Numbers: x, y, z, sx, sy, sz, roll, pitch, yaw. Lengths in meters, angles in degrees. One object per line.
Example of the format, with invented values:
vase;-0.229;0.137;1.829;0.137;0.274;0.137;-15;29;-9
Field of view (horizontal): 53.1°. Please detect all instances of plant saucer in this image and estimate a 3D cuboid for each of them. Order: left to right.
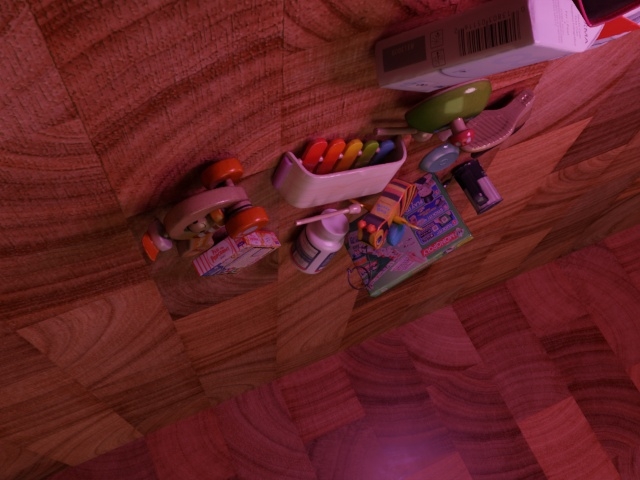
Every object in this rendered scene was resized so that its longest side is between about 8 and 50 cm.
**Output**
plant saucer;0.314;-0.210;1.657;0.119;0.021;0.119;-23;159;-9

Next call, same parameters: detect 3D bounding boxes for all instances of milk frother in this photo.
milk frother;0.402;-0.129;1.771;0.129;0.134;0.143;-16;162;-46

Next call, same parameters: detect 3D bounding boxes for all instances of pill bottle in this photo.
pill bottle;0.000;0.000;1.668;0.108;0.108;0.180;-10;154;-35

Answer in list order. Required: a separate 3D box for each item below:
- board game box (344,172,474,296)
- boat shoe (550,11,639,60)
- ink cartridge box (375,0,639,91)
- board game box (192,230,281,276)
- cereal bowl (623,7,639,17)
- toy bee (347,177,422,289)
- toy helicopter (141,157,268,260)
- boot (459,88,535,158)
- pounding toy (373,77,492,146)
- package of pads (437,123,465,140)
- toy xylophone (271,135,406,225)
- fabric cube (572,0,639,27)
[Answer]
board game box;0.225;-0.016;1.742;0.317;0.213;0.046;-32;158;17
boat shoe;0.557;-0.438;1.319;0.226;0.083;0.076;-14;-179;31
ink cartridge box;0.337;-0.326;1.132;0.385;0.091;0.308;-5;-179;-41
board game box;-0.199;0.032;1.555;0.147;0.045;0.193;-33;168;15
cereal bowl;0.515;-0.484;1.091;0.339;0.141;0.339;-22;159;-9
toy bee;0.156;-0.037;1.595;0.195;0.298;0.162;3;161;17
toy helicopter;-0.261;-0.019;1.311;0.235;0.140;0.355;-25;172;-21
boot;0.403;-0.243;1.541;0.248;0.090;0.207;-36;166;-19
pounding toy;0.257;-0.233;1.321;0.183;0.110;0.237;-18;176;-45
package of pads;0.317;-0.270;1.507;0.050;0.032;0.083;-10;153;-31
toy xylophone;0.041;-0.137;1.432;0.323;0.081;0.236;-9;153;-37
fabric cube;0.339;-0.453;0.702;0.254;0.258;0.259;-28;148;20
